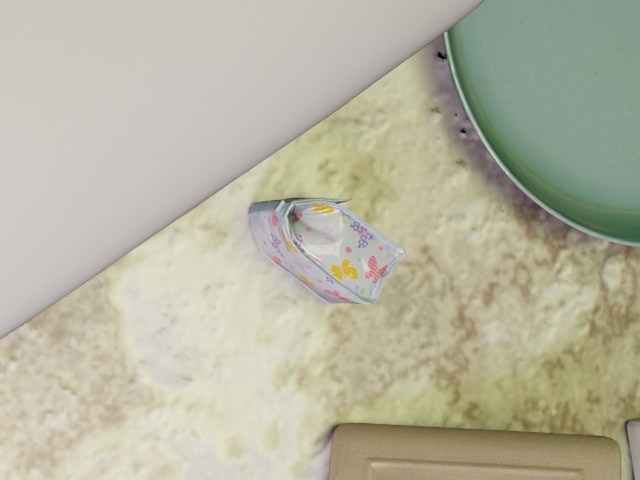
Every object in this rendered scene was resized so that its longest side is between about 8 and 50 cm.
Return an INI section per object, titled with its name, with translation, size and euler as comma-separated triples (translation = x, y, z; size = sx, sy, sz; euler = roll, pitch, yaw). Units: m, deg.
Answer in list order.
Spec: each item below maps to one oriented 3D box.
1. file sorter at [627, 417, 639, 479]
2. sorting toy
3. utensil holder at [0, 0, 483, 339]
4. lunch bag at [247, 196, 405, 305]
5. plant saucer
[file sorter]
translation = 0.352, 0.246, 1.017
size = 0.192, 0.173, 0.278
euler = -9, 91, -23
[sorting toy]
translation = 0.089, 0.206, 0.919
size = 0.347, 0.047, 0.196
euler = 2, 57, 6
[utensil holder]
translation = -0.141, -0.152, 0.752
size = 0.385, 0.327, 0.328
euler = -35, 100, -22
[lunch bag]
translation = 0.000, 0.000, 0.936
size = 0.083, 0.071, 0.053
euler = 35, 76, -17
[plant saucer]
translation = 0.217, -0.153, 1.053
size = 0.317, 0.043, 0.318
euler = 1, 87, -22
